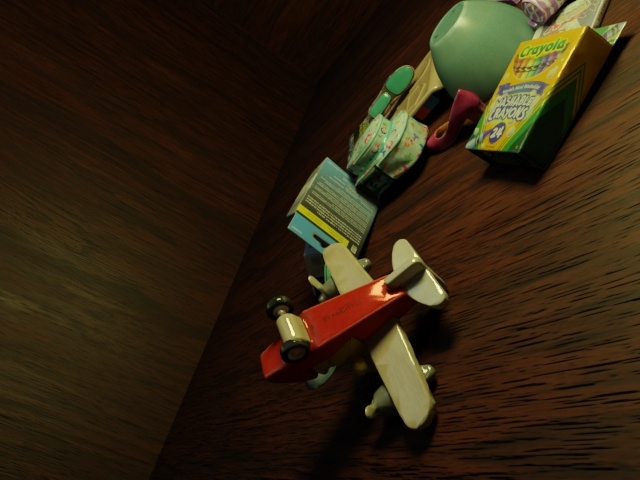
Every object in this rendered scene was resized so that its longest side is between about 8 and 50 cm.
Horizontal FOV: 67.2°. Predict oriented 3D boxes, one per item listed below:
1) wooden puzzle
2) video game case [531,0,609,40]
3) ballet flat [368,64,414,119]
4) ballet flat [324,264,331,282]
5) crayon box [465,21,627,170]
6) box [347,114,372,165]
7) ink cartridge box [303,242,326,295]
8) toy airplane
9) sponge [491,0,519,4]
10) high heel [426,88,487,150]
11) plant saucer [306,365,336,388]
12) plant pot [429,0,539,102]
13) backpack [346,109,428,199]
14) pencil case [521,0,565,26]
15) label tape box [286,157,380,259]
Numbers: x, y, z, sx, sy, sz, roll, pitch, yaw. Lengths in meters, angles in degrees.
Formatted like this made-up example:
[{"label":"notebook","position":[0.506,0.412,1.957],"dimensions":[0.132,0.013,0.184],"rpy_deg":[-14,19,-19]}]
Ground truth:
[{"label":"wooden puzzle","position":[0.324,-0.482,1.677],"dimensions":[0.348,0.080,0.322],"rpy_deg":[-43,23,44]},{"label":"video game case","position":[0.572,-0.487,1.140],"dimensions":[0.183,0.023,0.201],"rpy_deg":[-64,19,-12]},{"label":"ballet flat","position":[0.252,-0.520,1.705],"dimensions":[0.221,0.077,0.079],"rpy_deg":[-52,-9,23]},{"label":"ballet flat","position":[0.067,0.166,1.274],"dimensions":[0.087,0.083,0.247],"rpy_deg":[-10,79,32]},{"label":"crayon box","position":[0.465,-0.319,1.028],"dimensions":[0.323,0.083,0.203],"rpy_deg":[-62,18,5]},{"label":"box","position":[0.197,-0.420,1.967],"dimensions":[0.216,0.060,0.270],"rpy_deg":[-48,22,34]},{"label":"ink cartridge box","position":[0.000,0.000,1.672],"dimensions":[0.069,0.175,0.371],"rpy_deg":[-8,37,8]},{"label":"toy airplane","position":[0.103,0.182,1.044],"dimensions":[0.384,0.272,0.386],"rpy_deg":[7,51,30]},{"label":"sponge","position":[0.606,-0.805,1.529],"dimensions":[0.117,0.031,0.210],"rpy_deg":[-54,19,17]},{"label":"high heel","position":[0.349,-0.330,1.334],"dimensions":[0.244,0.117,0.082],"rpy_deg":[-19,44,63]},{"label":"plant saucer","position":[-0.002,0.324,1.379],"dimensions":[0.195,0.037,0.195],"rpy_deg":[-49,21,26]},{"label":"plant pot","position":[0.424,-0.549,1.351],"dimensions":[0.290,0.195,0.290],"rpy_deg":[-51,20,26]},{"label":"backpack","position":[0.214,-0.284,1.514],"dimensions":[0.253,0.191,0.225],"rpy_deg":[-37,24,45]},{"label":"pencil case","position":[0.592,-0.633,1.179],"dimensions":[0.206,0.086,0.088],"rpy_deg":[-44,-16,11]},{"label":"label tape box","position":[0.028,-0.063,1.498],"dimensions":[0.106,0.241,0.333],"rpy_deg":[-36,20,48]}]
